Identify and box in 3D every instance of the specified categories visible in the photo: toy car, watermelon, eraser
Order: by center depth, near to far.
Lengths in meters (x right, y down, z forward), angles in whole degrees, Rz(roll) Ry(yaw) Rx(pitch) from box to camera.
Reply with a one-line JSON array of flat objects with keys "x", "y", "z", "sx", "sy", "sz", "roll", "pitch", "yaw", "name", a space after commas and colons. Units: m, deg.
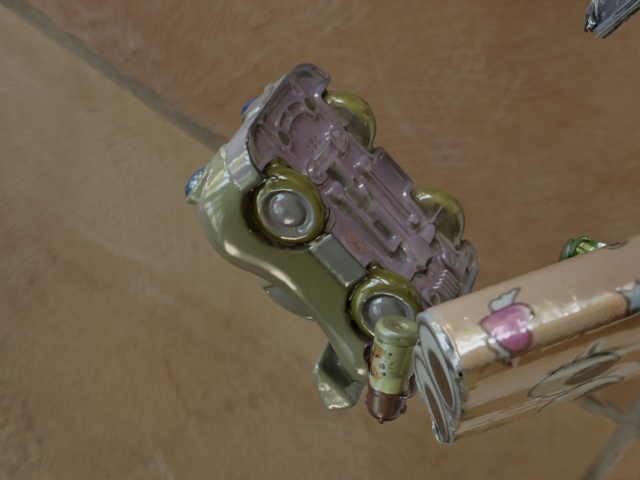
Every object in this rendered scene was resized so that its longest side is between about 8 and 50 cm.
[{"x": 0.216, "y": 0.054, "z": 0.974, "sx": 0.290, "sy": 0.171, "sz": 0.087, "roll": -19, "pitch": 69, "yaw": -8, "name": "eraser"}, {"x": 0.312, "y": 0.048, "z": 1.529, "sx": 0.105, "sy": 0.105, "sz": 0.062, "roll": 37, "pitch": 60, "yaw": -8, "name": "watermelon"}, {"x": 0.000, "y": 0.000, "z": 1.560, "sx": 0.336, "sy": 0.242, "sz": 0.226, "roll": 44, "pitch": 126, "yaw": -12, "name": "toy car"}]

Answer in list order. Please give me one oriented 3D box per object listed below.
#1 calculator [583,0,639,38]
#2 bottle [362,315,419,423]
[{"x": 0.415, "y": -0.369, "z": 1.652, "sx": 0.028, "sy": 0.274, "sz": 0.166, "roll": 23, "pitch": 58, "yaw": -17, "name": "calculator"}, {"x": 0.067, "y": 0.125, "z": 1.270, "sx": 0.047, "sy": 0.063, "sz": 0.101, "roll": 3, "pitch": 112, "yaw": -18, "name": "bottle"}]
